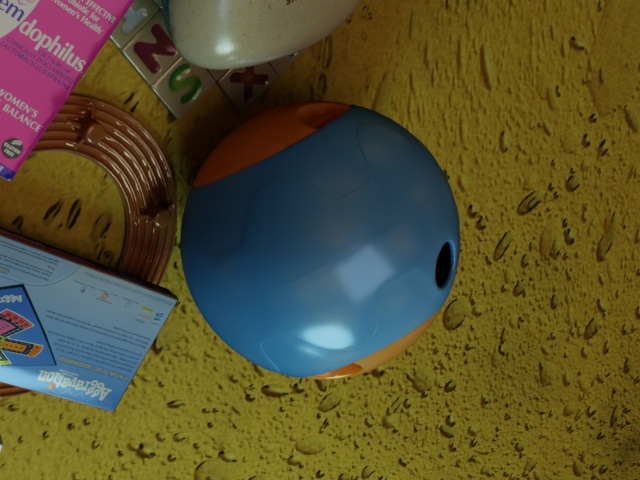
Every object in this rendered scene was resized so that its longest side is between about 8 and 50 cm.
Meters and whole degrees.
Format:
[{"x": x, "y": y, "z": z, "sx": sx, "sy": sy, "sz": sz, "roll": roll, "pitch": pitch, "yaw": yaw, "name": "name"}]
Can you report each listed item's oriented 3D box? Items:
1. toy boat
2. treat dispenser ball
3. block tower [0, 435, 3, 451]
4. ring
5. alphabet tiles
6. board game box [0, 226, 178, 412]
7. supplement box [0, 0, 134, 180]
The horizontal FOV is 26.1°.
[{"x": -0.046, "y": -0.324, "z": 1.284, "sx": 0.267, "sy": 0.148, "sz": 0.318, "roll": -26, "pitch": 136, "yaw": -42, "name": "toy boat"}, {"x": 0.000, "y": 0.000, "z": 1.423, "sx": 0.288, "sy": 0.288, "sz": 0.288, "roll": -22, "pitch": 128, "yaw": -30, "name": "treat dispenser ball"}, {"x": -0.457, "y": 0.165, "z": 1.229, "sx": 0.335, "sy": 0.097, "sz": 0.091, "roll": 1, "pitch": 134, "yaw": -35, "name": "block tower"}, {"x": -0.282, "y": 0.016, "z": 1.374, "sx": 0.336, "sy": 0.032, "sz": 0.337, "roll": -21, "pitch": 127, "yaw": -31, "name": "ring"}, {"x": -0.100, "y": -0.289, "z": 1.359, "sx": 0.285, "sy": 0.011, "sz": 0.342, "roll": -47, "pitch": 136, "yaw": -8, "name": "alphabet tiles"}, {"x": -0.279, "y": 0.078, "z": 1.373, "sx": 0.281, "sy": 0.027, "sz": 0.145, "roll": 25, "pitch": 97, "yaw": -47, "name": "board game box"}, {"x": -0.265, "y": -0.181, "z": 1.195, "sx": 0.111, "sy": 0.114, "sz": 0.220, "roll": 34, "pitch": 90, "yaw": -33, "name": "supplement box"}]
